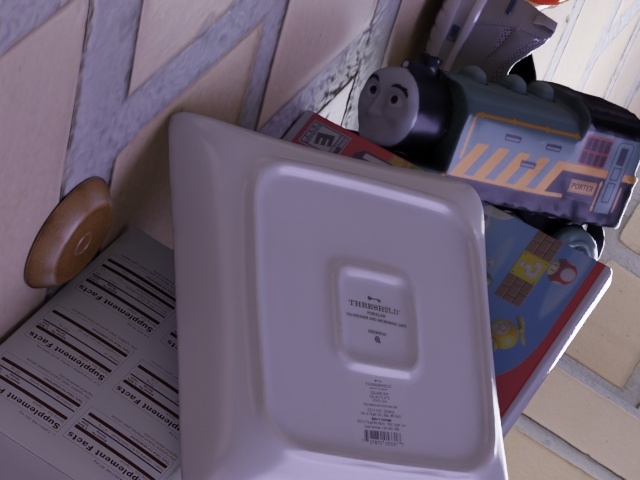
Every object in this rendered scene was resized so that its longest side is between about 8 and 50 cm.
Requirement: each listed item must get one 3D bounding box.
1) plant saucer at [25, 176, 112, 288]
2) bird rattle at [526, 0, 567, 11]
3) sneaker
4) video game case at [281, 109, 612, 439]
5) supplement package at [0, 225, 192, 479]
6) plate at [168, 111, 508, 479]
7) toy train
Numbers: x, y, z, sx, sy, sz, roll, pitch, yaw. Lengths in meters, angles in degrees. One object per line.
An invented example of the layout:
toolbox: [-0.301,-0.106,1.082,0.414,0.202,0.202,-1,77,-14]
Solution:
plant saucer: [-0.156,-0.001,1.153,0.083,0.015,0.083,-53,166,-19]
bird rattle: [0.244,-0.280,1.745,0.207,0.143,0.253,-47,172,35]
sneaker: [0.148,-0.131,1.708,0.281,0.115,0.105,99,17,-60]
video game case: [0.049,0.035,1.385,0.204,0.285,0.025,-52,158,-23]
supplement package: [-0.144,0.142,1.233,0.203,0.149,0.194,-46,163,-43]
plate: [0.026,0.059,1.223,0.277,0.278,0.045,13,154,-37]
toy train: [0.144,-0.057,1.591,0.334,0.142,0.190,9,105,-41]
